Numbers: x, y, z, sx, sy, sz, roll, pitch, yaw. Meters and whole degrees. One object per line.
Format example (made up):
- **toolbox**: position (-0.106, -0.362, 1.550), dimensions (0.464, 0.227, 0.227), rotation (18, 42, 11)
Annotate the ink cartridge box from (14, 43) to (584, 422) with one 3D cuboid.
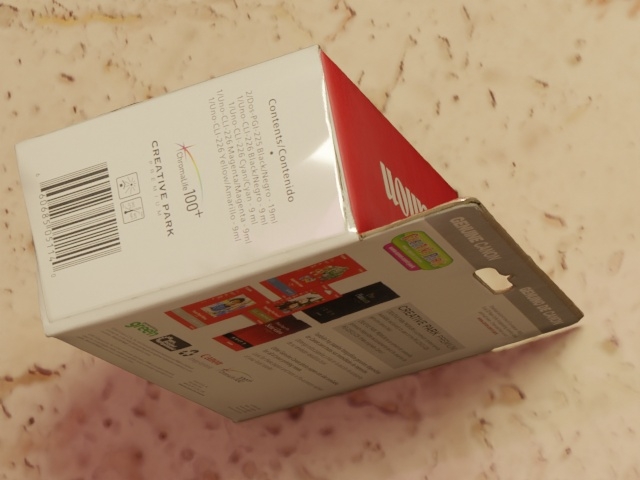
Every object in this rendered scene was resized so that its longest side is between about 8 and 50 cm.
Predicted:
- **ink cartridge box**: position (0.000, 0.000, 1.278), dimensions (0.272, 0.309, 0.130), rotation (-16, 70, 14)
